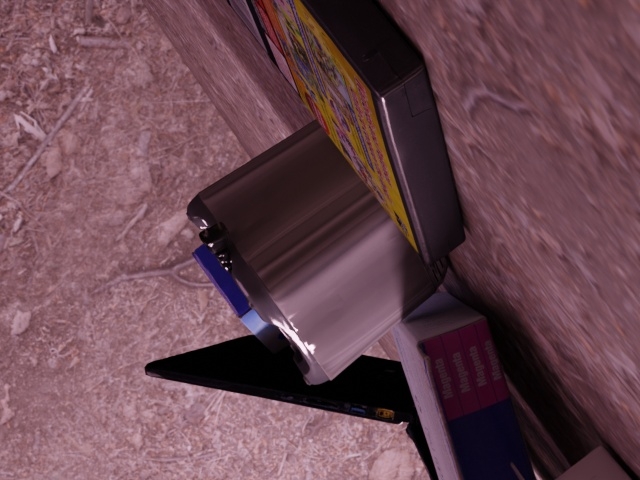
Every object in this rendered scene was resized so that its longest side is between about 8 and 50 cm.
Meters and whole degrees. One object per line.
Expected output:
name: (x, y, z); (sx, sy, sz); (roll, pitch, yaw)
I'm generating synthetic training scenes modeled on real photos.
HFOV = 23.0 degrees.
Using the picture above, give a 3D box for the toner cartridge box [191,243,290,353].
toner cartridge box: (-0.014, 0.018, 1.481); (0.075, 0.165, 0.348); (54, 178, 9)

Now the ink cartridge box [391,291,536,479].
ink cartridge box: (0.140, 0.211, 1.228); (0.330, 0.071, 0.324); (-133, 26, -85)

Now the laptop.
laptop: (0.052, 0.256, 1.620); (0.408, 0.236, 0.382); (10, -178, 12)

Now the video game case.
video game case: (-0.006, -0.128, 0.940); (0.248, 0.035, 0.275); (54, 176, 21)

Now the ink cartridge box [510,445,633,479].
ink cartridge box: (0.210, 0.213, 1.059); (0.104, 0.062, 0.181); (56, 177, -39)

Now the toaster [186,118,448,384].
toaster: (0.000, 0.000, 1.198); (0.129, 0.146, 0.227); (52, 177, 35)
